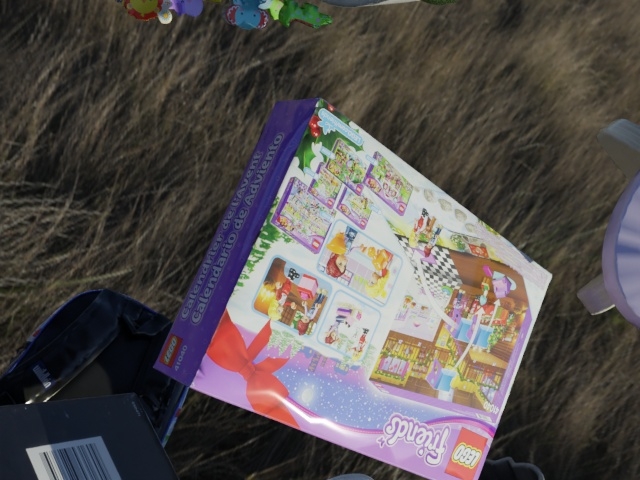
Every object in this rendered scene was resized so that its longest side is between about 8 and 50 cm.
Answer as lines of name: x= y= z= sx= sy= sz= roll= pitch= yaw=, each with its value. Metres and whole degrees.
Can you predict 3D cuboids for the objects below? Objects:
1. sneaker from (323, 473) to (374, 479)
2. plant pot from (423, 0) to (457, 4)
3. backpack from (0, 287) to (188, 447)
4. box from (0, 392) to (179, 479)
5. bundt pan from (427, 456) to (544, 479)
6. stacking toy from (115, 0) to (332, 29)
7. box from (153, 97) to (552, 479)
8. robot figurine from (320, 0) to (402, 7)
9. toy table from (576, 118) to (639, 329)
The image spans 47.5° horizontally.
sneaker: x=-0.007 y=0.315 z=0.746 sx=0.292 sy=0.169 sz=0.108 roll=-19 pitch=73 yaw=-40
plant pot: x=0.108 y=-0.251 z=0.629 sx=0.083 sy=0.079 sz=0.083 roll=2 pitch=54 yaw=-3
backpack: x=-0.314 y=0.213 z=1.024 sx=0.276 sy=0.213 sz=0.263 roll=38 pitch=63 yaw=-15
box: x=-0.340 y=0.308 z=0.719 sx=0.183 sy=0.294 sz=0.296 roll=56 pitch=16 yaw=21
bundt pan: x=0.193 y=0.448 z=0.989 sx=0.124 sy=0.330 sz=0.331 roll=58 pitch=41 yaw=-7
stacking toy: x=-0.119 y=-0.264 z=0.820 sx=0.221 sy=0.052 sz=0.167 roll=3 pitch=21 yaw=-23
box: x=0.046 y=0.056 z=0.549 sx=0.293 sy=0.057 sz=0.201 roll=32 pitch=76 yaw=-35
robot figurine: x=0.076 y=-0.388 z=0.871 sx=0.300 sy=0.200 sz=0.353 roll=42 pitch=34 yaw=12
toy table: x=0.353 y=-0.019 z=0.647 sx=0.274 sy=0.161 sz=0.252 roll=-24 pitch=83 yaw=-1
